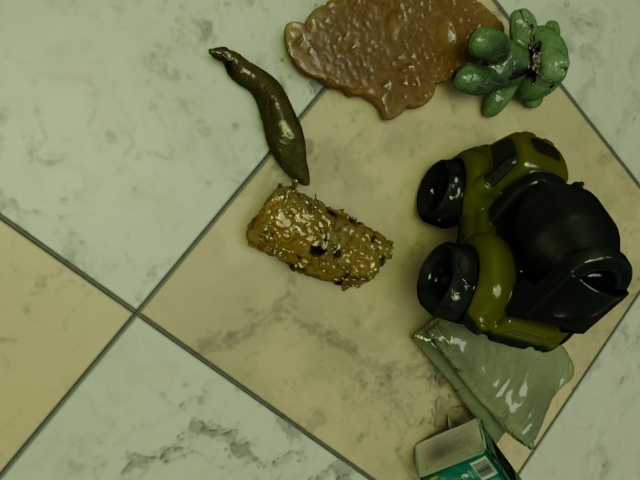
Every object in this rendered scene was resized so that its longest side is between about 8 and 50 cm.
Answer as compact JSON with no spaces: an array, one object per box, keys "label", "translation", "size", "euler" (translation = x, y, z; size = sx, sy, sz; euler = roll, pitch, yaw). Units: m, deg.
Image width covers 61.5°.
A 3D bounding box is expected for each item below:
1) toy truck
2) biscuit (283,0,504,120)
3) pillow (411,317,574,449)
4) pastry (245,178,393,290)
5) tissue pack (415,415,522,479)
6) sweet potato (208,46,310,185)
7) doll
[{"label":"toy truck","translation":[0.192,-0.013,0.510],"size":[0.147,0.165,0.224],"euler":[17,52,-17]},{"label":"biscuit","translation":[0.080,-0.207,0.547],"size":[0.250,0.035,0.162],"euler":[-10,106,-19]},{"label":"pillow","translation":[0.199,0.127,0.605],"size":[0.134,0.078,0.181],"euler":[-43,102,-16]},{"label":"pastry","translation":[0.000,0.000,0.529],"size":[0.140,0.056,0.080],"euler":[31,89,-18]},{"label":"tissue pack","translation":[0.171,0.262,0.612],"size":[0.085,0.079,0.111],"euler":[-31,108,18]},{"label":"sweet potato","translation":[-0.046,-0.121,0.509],"size":[0.041,0.038,0.153],"euler":[-43,107,-35]},{"label":"doll","translation":[0.206,-0.182,0.567],"size":[0.150,0.077,0.115],"euler":[-10,123,-29]}]
